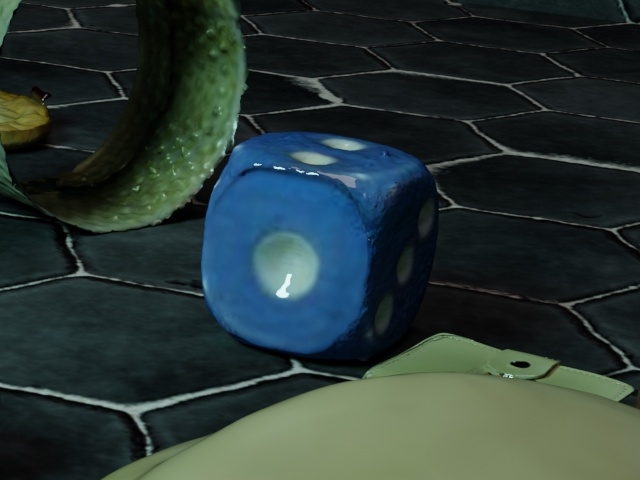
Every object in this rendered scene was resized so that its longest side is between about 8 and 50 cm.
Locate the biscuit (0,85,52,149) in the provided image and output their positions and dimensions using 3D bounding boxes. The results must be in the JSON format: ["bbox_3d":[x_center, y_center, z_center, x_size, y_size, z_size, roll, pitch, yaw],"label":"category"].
[{"bbox_3d":[-0.379,-0.132,1.908,0.203,0.041,0.260,-3,17,-16],"label":"biscuit"}]

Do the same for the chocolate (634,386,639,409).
[{"bbox_3d":[0.350,0.100,1.187,0.321,0.112,0.112,0,15,-17],"label":"chocolate"}]

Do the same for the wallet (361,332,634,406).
[{"bbox_3d":[0.118,0.106,1.228,0.155,0.039,0.110,15,22,32],"label":"wallet"}]

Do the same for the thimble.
[{"bbox_3d":[-0.210,-0.150,1.611,0.270,0.271,0.150,-10,21,-41],"label":"thimble"}]

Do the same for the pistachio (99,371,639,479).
[{"bbox_3d":[0.077,0.180,0.537,0.445,0.281,0.365,1,20,2],"label":"pistachio"}]

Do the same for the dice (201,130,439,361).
[{"bbox_3d":[0.000,0.000,1.367,0.143,0.146,0.146,14,18,23],"label":"dice"}]
